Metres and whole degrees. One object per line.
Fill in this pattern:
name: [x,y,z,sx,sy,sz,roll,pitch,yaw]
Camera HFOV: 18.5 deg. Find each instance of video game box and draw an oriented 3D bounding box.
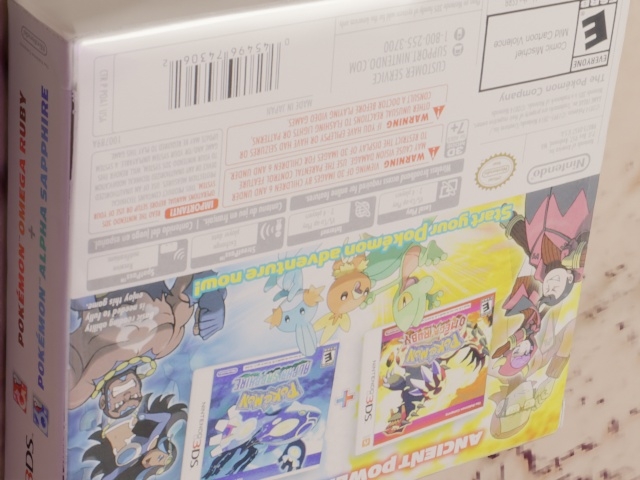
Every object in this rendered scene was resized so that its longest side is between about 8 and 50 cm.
video game box: [0.000,0.000,0.622,0.205,0.048,0.187,-13,121,-32]
